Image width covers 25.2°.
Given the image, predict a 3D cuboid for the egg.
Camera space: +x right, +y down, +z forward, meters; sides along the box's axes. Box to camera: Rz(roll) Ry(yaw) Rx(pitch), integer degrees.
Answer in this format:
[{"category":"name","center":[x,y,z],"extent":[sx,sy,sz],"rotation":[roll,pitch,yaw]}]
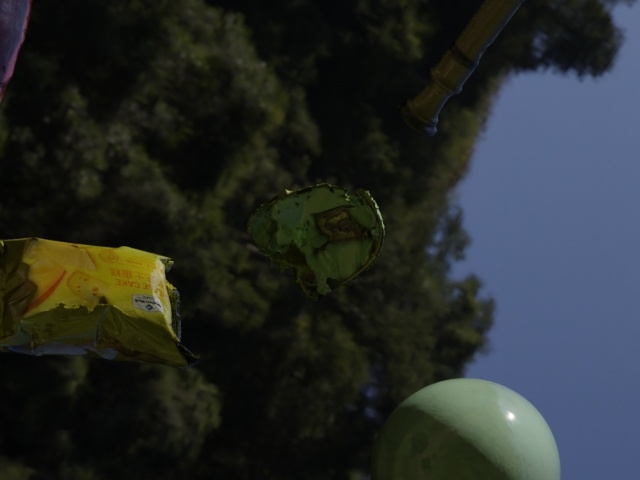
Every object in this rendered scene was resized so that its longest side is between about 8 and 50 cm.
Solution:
[{"category":"egg","center":[0.132,0.208,1.293],"extent":[0.168,0.231,0.168],"rotation":[0,-91,16]}]

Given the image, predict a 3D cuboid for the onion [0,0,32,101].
[{"category":"onion","center":[-0.345,-0.215,1.153],"extent":[0.256,0.272,0.230],"rotation":[13,-95,33]}]

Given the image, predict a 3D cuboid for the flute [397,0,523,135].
[{"category":"flute","center":[0.113,-0.149,0.719],"extent":[0.233,0.027,0.027],"rotation":[-54,-148,22]}]

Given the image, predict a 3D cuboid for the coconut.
[{"category":"coconut","center":[0.000,-0.003,1.589],"extent":[0.055,0.158,0.133],"rotation":[-50,143,-60]}]

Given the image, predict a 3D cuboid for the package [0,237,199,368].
[{"category":"package","center":[-0.243,0.064,1.485],"extent":[0.168,0.226,0.090],"rotation":[-109,-150,-45]}]
